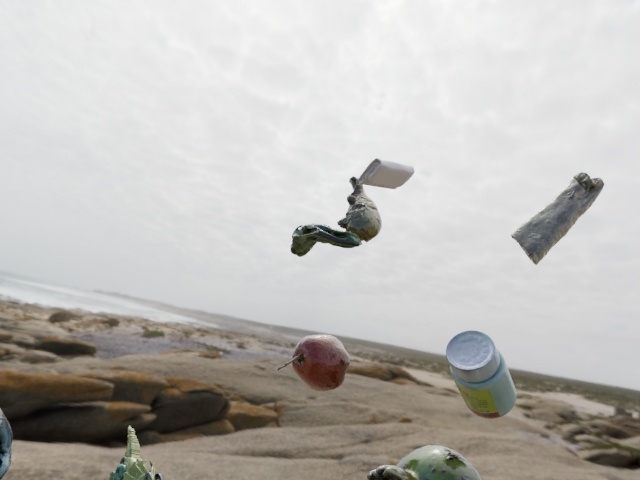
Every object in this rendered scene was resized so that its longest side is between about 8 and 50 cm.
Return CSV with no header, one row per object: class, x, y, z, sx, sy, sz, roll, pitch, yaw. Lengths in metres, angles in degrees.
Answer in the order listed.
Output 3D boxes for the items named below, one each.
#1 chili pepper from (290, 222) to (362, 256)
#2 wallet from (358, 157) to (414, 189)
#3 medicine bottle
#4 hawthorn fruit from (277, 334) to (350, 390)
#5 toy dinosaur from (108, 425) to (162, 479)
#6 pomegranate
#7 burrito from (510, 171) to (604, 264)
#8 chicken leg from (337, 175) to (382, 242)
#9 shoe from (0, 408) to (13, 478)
chili pepper,-0.002,-0.005,0.937,0.182,0.050,0.073,-4,-54,48
wallet,0.125,-0.122,0.858,0.122,0.025,0.061,-1,-37,-50
medicine bottle,0.417,0.349,1.191,0.139,0.139,0.225,3,-45,40
hawthorn fruit,-0.019,0.339,1.306,0.204,0.162,0.163,30,-19,-31
toy dinosaur,-0.477,0.586,1.151,0.094,0.153,0.259,38,0,-40
pomegranate,0.235,0.610,1.080,0.306,0.242,0.242,6,-10,-17
burrito,0.460,-0.045,0.894,0.060,0.226,0.087,52,-8,-31
chicken leg,0.079,-0.070,0.979,0.093,0.178,0.070,-5,-36,2
shoe,-0.444,0.269,0.583,0.092,0.207,0.106,-14,49,-38
